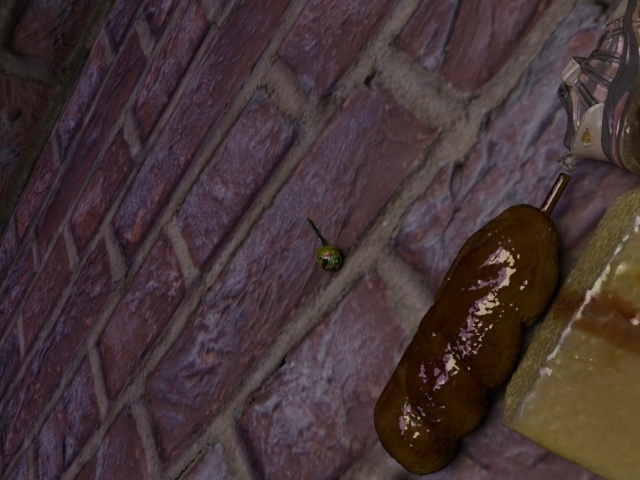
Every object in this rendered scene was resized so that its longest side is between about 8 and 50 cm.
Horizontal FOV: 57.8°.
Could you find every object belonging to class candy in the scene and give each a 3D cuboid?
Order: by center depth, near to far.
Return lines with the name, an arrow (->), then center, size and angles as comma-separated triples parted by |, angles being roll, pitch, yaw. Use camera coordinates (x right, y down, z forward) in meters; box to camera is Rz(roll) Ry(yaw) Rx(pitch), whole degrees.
candy -> 0.000, 0.000, 0.850 | 0.035, 0.035, 0.123 | -29, 40, 2

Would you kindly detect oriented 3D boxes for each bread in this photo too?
bread -> 0.288, 0.093, 0.491 | 0.178, 0.135, 0.240 | 28, 100, 15
bread -> 0.153, 0.083, 0.593 | 0.344, 0.084, 0.124 | -64, 32, 12

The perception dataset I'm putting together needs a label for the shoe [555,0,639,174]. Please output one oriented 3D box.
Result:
shoe -> 0.279, -0.144, 0.544 | 0.092, 0.089, 0.180 | -2, 73, 61
